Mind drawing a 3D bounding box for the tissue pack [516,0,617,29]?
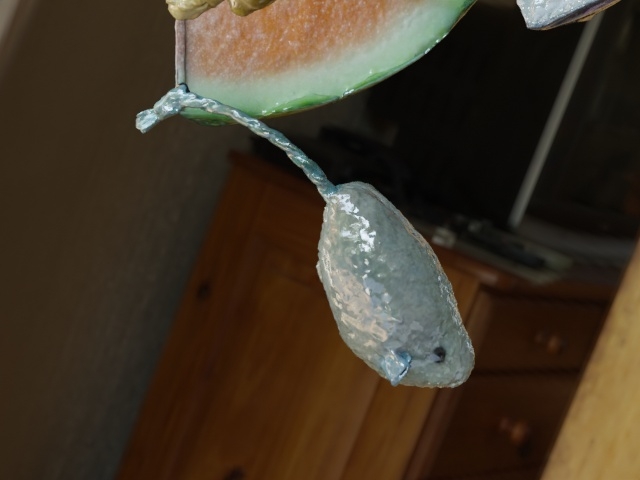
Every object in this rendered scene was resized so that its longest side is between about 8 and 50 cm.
[{"bbox_3d":[0.182,-0.172,0.958,0.051,0.112,0.156,64,22,-2],"label":"tissue pack"}]

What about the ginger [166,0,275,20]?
[{"bbox_3d":[-0.019,-0.150,0.709,0.081,0.115,0.205,-6,-15,21],"label":"ginger"}]

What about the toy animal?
[{"bbox_3d":[0.003,-0.008,0.945,0.253,0.079,0.070,47,-7,-5],"label":"toy animal"}]

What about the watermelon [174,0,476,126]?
[{"bbox_3d":[0.042,-0.231,1.124,0.222,0.292,0.319,1,6,15],"label":"watermelon"}]
